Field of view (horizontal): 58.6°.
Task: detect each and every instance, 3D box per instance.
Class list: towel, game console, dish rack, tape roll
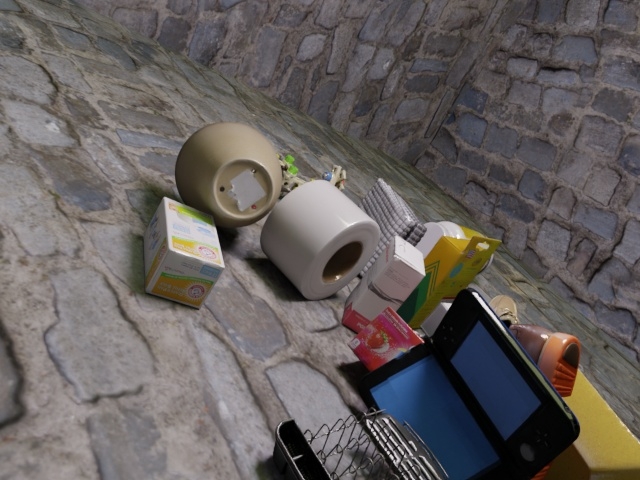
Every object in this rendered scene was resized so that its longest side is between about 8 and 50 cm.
[{"bbox_3d":[0.189,-0.024,1.755,0.121,0.235,0.283,28,20,-26],"label":"towel"},{"bbox_3d":[0.225,0.271,0.949,0.173,0.250,0.293,-11,50,-27],"label":"game console"},{"bbox_3d":[0.076,0.343,0.853,0.272,0.074,0.208,-4,41,-38],"label":"dish rack"},{"bbox_3d":[0.000,0.000,1.372,0.169,0.246,0.246,45,22,29],"label":"tape roll"}]

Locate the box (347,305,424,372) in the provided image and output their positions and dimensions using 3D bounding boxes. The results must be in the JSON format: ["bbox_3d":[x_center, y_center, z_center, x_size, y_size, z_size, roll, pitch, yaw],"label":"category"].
[{"bbox_3d":[0.189,0.273,1.143,0.257,0.123,0.128,46,-3,34],"label":"box"}]

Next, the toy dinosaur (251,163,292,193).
[{"bbox_3d":[-0.213,-0.204,1.720,0.313,0.160,0.121,42,-7,-12],"label":"toy dinosaur"}]

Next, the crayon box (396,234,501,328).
[{"bbox_3d":[0.341,0.099,1.566,0.202,0.318,0.081,8,32,-53],"label":"crayon box"}]

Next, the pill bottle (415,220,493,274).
[{"bbox_3d":[0.513,0.029,2.213,0.334,0.188,0.188,14,27,-45],"label":"pill bottle"}]

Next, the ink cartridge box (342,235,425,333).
[{"bbox_3d":[0.154,0.112,1.384,0.092,0.217,0.158,33,19,-4],"label":"ink cartridge box"}]

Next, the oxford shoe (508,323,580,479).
[{"bbox_3d":[0.355,0.331,1.041,0.130,0.363,0.133,22,-3,-44],"label":"oxford shoe"}]

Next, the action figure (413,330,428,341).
[{"bbox_3d":[0.279,0.278,1.437,0.232,0.063,0.137,28,23,-6],"label":"action figure"}]

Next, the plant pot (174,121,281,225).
[{"bbox_3d":[-0.188,-0.132,1.267,0.257,0.256,0.274,27,4,-20],"label":"plant pot"}]

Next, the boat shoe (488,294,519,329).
[{"bbox_3d":[0.539,0.253,1.672,0.109,0.098,0.302,38,41,2],"label":"boat shoe"}]

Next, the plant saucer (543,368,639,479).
[{"bbox_3d":[0.483,0.431,1.109,0.081,0.332,0.333,-7,27,-5],"label":"plant saucer"}]

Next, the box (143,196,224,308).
[{"bbox_3d":[-0.268,0.021,1.101,0.114,0.103,0.203,23,22,-28],"label":"box"}]

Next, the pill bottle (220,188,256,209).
[{"bbox_3d":[-0.220,-0.119,1.513,0.108,0.108,0.180,40,20,17],"label":"pill bottle"}]

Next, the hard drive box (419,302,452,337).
[{"bbox_3d":[0.385,0.268,1.402,0.181,0.089,0.232,11,35,-46],"label":"hard drive box"}]

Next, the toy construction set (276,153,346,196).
[{"bbox_3d":[-0.049,-0.187,1.923,0.328,0.151,0.215,6,31,-34],"label":"toy construction set"}]
